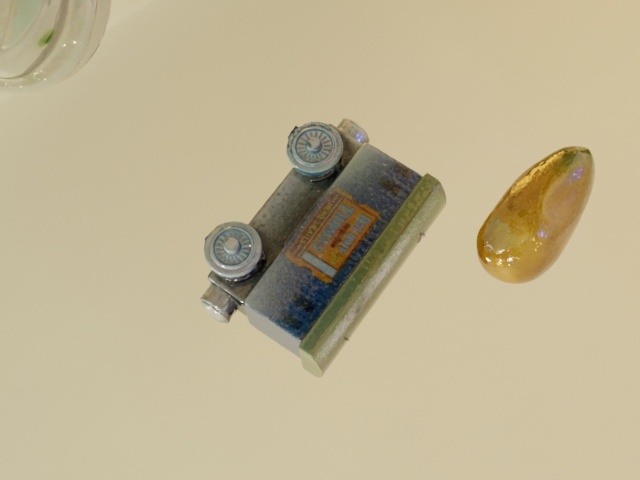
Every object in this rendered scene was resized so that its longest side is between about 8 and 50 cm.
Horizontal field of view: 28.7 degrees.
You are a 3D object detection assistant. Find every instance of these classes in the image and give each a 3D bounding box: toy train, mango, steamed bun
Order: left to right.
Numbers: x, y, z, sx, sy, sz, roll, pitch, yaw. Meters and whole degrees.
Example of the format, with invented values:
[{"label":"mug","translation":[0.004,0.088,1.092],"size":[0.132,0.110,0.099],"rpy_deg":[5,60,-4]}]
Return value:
[{"label":"steamed bun","translation":[-0.185,-0.185,0.775],"size":[0.106,0.183,0.183],"rpy_deg":[-9,-141,-3]},{"label":"toy train","translation":[0.000,0.000,1.495],"size":[0.202,0.131,0.299],"rpy_deg":[33,-104,15]},{"label":"mango","translation":[0.231,-0.026,1.338],"size":[0.089,0.115,0.165],"rpy_deg":[31,-115,17]}]
